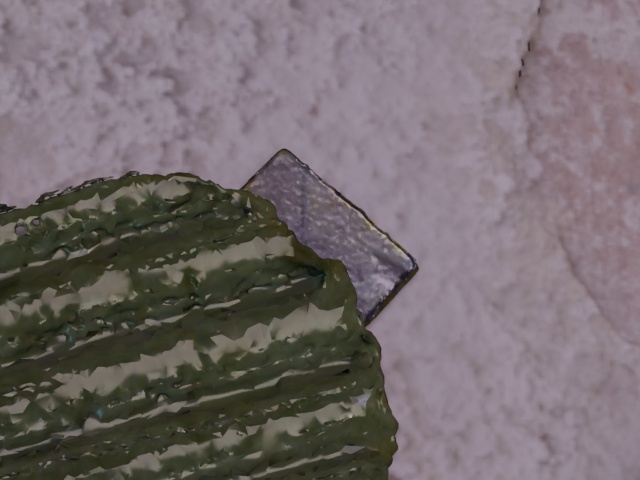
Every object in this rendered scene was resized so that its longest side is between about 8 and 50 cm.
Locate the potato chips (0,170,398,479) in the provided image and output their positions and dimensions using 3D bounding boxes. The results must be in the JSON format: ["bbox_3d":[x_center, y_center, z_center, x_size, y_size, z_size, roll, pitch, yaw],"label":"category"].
[{"bbox_3d":[-0.150,0.146,1.052,0.429,0.070,0.358,-15,72,-16],"label":"potato chips"}]

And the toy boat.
[{"bbox_3d":[0.000,0.000,1.164,0.115,0.016,0.063,42,69,6],"label":"toy boat"}]
